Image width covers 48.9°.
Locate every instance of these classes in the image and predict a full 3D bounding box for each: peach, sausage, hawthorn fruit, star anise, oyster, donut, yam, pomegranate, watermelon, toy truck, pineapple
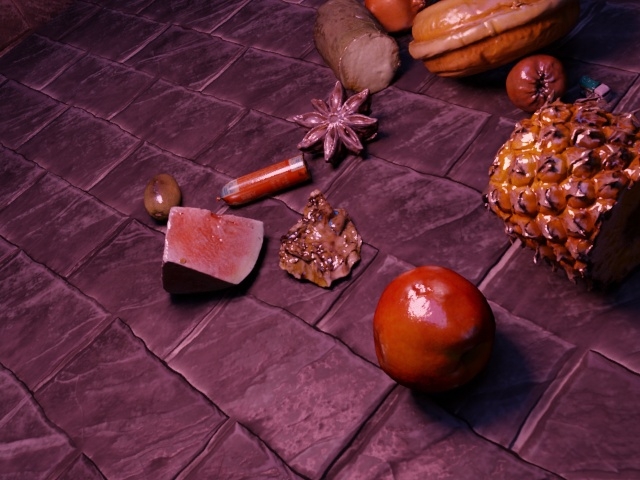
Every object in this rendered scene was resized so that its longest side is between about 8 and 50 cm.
[{"bbox_3d":[0.204,0.165,1.312,0.244,0.199,0.243,-19,50,24],"label":"peach"},{"bbox_3d":[-0.155,-0.152,1.851,0.264,0.083,0.083,-19,45,10],"label":"sausage"},{"bbox_3d":[0.534,-0.384,1.726,0.149,0.149,0.189,1,11,25],"label":"hawthorn fruit"},{"bbox_3d":[0.051,-0.303,1.875,0.223,0.109,0.235,-20,62,18],"label":"star anise"},{"bbox_3d":[0.000,0.000,1.643,0.223,0.083,0.214,26,67,32],"label":"oyster"},{"bbox_3d":[0.438,-0.557,1.791,0.449,0.198,0.449,-21,17,7],"label":"donut"},{"bbox_3d":[0.094,-0.571,2.041,0.195,0.195,0.300,-27,46,0],"label":"yam"},{"bbox_3d":[0.231,-0.731,2.109,0.209,0.209,0.209,-13,46,14],"label":"pomegranate"},{"bbox_3d":[-0.282,0.004,1.680,0.262,0.201,0.212,-5,57,16],"label":"watermelon"},{"bbox_3d":[0.660,-0.364,1.695,0.039,0.044,0.083,-36,45,-5],"label":"toy truck"},{"bbox_3d":[0.500,-0.106,1.335,0.352,0.352,0.300,-37,54,-10],"label":"pineapple"}]

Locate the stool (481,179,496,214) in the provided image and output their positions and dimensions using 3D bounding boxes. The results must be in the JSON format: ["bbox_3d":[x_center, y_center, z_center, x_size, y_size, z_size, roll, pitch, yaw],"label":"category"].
[{"bbox_3d":[0.411,-0.109,1.542,0.096,0.096,0.110,29,70,40],"label":"stool"}]

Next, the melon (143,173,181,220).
[{"bbox_3d":[-0.434,-0.123,1.937,0.099,0.099,0.162,-16,42,10],"label":"melon"}]
